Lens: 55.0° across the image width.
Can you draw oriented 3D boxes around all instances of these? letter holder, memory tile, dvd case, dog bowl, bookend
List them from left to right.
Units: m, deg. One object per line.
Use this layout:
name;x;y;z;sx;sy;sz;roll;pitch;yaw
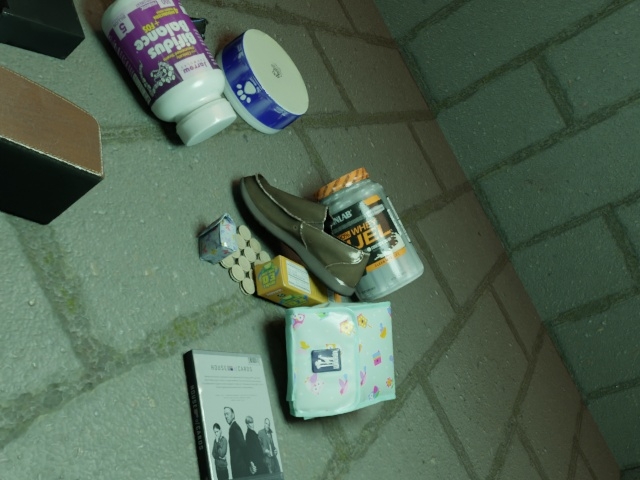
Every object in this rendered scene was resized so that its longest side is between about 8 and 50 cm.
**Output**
letter holder;-0.482;-0.186;0.866;0.302;0.152;0.214;24;44;-48
bookend;-0.521;-0.420;1.084;0.157;0.072;0.156;-2;66;-58
dvd case;-0.151;0.314;1.088;0.179;0.029;0.239;19;49;-51
memory tile;-0.161;0.042;1.326;0.113;0.012;0.148;52;29;-17
dog bowl;-0.153;-0.425;1.648;0.265;0.104;0.265;38;36;-35

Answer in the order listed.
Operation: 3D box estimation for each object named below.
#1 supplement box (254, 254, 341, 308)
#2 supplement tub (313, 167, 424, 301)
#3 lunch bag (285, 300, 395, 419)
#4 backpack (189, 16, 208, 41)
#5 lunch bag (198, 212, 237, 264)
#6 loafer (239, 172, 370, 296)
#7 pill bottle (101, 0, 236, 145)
supplement box;-0.045;0.109;1.372;0.233;0.078;0.080;32;43;-48
supplement tub;0.119;-0.016;1.601;0.316;0.193;0.193;62;29;0
lunch bag;0.031;0.241;1.286;0.262;0.160;0.223;3;84;-48
backpack;-0.317;-0.453;1.417;0.105;0.084;0.114;-47;146;-58
lunch bag;-0.208;-0.006;1.231;0.053;0.071;0.083;25;47;-42
loafer;-0.029;-0.037;1.394;0.366;0.130;0.134;43;9;8
pill bottle;-0.304;-0.356;1.277;0.301;0.169;0.169;58;29;-5
